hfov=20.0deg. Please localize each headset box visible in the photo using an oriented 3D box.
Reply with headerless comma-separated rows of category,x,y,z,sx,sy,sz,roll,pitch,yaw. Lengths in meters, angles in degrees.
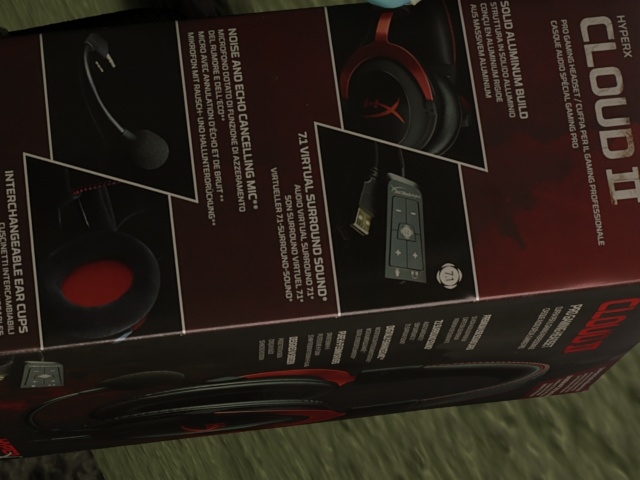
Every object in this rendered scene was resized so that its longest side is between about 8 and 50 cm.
headset box,0.000,0.000,0.668,0.218,0.293,0.110,104,159,-75

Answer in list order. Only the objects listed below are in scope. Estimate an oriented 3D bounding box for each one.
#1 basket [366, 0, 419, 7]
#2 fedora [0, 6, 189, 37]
basket,-0.043,-0.219,0.554,0.289,0.201,0.255,52,173,-32
fedora,-0.135,-0.056,1.202,0.334,0.152,0.334,58,166,25
